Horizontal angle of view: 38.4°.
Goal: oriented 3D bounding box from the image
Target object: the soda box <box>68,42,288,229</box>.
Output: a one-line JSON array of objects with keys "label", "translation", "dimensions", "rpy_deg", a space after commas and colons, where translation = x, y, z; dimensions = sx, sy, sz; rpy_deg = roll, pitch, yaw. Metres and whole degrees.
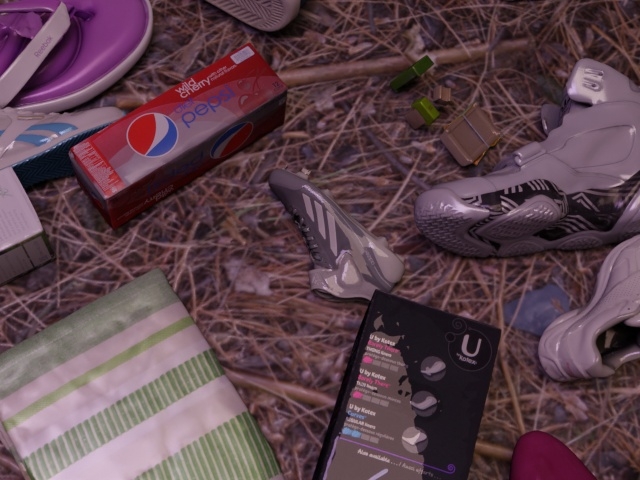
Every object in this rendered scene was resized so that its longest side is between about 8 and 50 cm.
[{"label": "soda box", "translation": [-0.168, -0.128, 1.115], "dimensions": [0.263, 0.092, 0.083], "rpy_deg": [-34, 76, -18]}]

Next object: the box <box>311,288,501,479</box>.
[{"label": "box", "translation": [0.077, 0.214, 0.961], "dimensions": [0.143, 0.165, 0.270], "rpy_deg": [17, 67, 2]}]

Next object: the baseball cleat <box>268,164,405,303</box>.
[{"label": "baseball cleat", "translation": [0.000, 0.000, 1.094], "dimensions": [0.206, 0.072, 0.109], "rpy_deg": [37, 76, 13]}]

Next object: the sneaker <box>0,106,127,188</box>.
[{"label": "sneaker", "translation": [-0.343, -0.121, 1.100], "dimensions": [0.229, 0.087, 0.092], "rpy_deg": [-22, 70, -16]}]

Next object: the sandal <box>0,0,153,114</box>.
[{"label": "sandal", "translation": [-0.398, -0.226, 1.127], "dimensions": [0.416, 0.102, 0.169], "rpy_deg": [-25, 73, -15]}]

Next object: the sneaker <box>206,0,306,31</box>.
[{"label": "sneaker", "translation": [-0.154, -0.419, 1.229], "dimensions": [0.350, 0.131, 0.148], "rpy_deg": [34, 60, 3]}]

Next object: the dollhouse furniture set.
[{"label": "dollhouse furniture set", "translation": [0.159, -0.164, 1.203], "dimensions": [0.076, 0.058, 0.151], "rpy_deg": [-44, 97, -27]}]

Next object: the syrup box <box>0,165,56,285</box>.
[{"label": "syrup box", "translation": [-0.429, 0.021, 1.027], "dimensions": [0.237, 0.093, 0.096], "rpy_deg": [-27, 73, -15]}]

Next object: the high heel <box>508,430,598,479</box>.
[{"label": "high heel", "translation": [0.311, 0.357, 0.918], "dimensions": [0.127, 0.181, 0.377], "rpy_deg": [-22, 72, -14]}]

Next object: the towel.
[{"label": "towel", "translation": [-0.202, 0.219, 1.003], "dimensions": [0.248, 0.038, 0.324], "rpy_deg": [-30, 72, -18]}]

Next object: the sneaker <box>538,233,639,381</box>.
[{"label": "sneaker", "translation": [0.364, 0.082, 1.064], "dimensions": [0.232, 0.115, 0.090], "rpy_deg": [-48, 110, -15]}]

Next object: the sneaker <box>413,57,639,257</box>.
[{"label": "sneaker", "translation": [0.277, -0.100, 1.132], "dimensions": [0.366, 0.137, 0.210], "rpy_deg": [-3, 68, -13]}]
